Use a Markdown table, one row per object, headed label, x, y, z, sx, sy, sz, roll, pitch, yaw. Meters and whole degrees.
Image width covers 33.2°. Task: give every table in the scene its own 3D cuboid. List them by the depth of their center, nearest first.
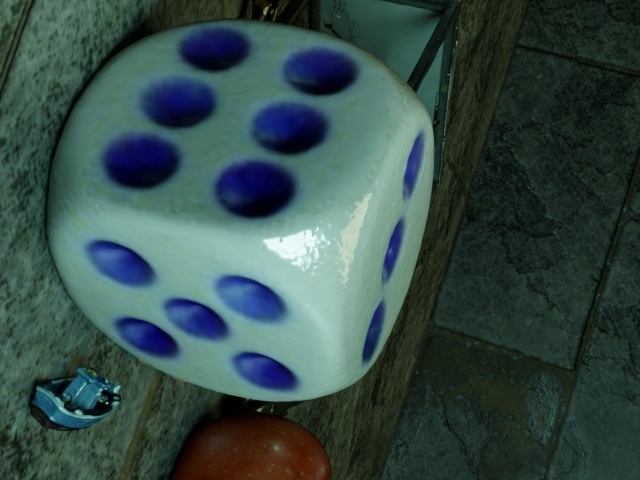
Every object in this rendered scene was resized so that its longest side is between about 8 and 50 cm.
| label | x | y | z | sx | sy | sz | roll | pitch | yaw |
| --- | --- | --- | --- | --- | --- | --- | --- | --- | --- |
| table | 0.039 | -0.142 | 1.492 | 0.335 | 0.222 | 0.272 | 89 | 22 | -47 |

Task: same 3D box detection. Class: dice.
| label | x | y | z | sx | sy | sz | roll | pitch | yaw |
| --- | --- | --- | --- | --- | --- | --- | --- | --- | --- |
| dice | -0.069 | -0.025 | 1.078 | 0.304 | 0.304 | 0.277 | 83 | 28 | -54 |

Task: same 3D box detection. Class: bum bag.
| label | x | y | z | sx | sy | sz | roll | pitch | yaw |
| --- | --- | --- | --- | --- | --- | --- | --- | --- | --- |
| bum bag | -0.072 | 0.242 | 1.787 | 0.142 | 0.080 | 0.326 | -68 | 169 | 7 |

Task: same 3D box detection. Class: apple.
| label | x | y | z | sx | sy | sz | roll | pitch | yaw |
| --- | --- | --- | --- | --- | --- | --- | --- | --- | --- |
| apple | -0.102 | 0.375 | 1.548 | 0.260 | 0.217 | 0.260 | 15 | 90 | -75 |

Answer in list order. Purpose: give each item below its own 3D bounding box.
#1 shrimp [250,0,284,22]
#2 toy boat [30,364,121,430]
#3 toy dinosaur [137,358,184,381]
| label | x | y | z | sx | sy | sz | roll | pitch | yaw |
| --- | --- | --- | --- | --- | --- | --- | --- | --- | --- |
| shrimp | -0.052 | -0.342 | 1.252 | 0.117 | 0.066 | 0.262 | -73 | -178 | -83 |
| toy boat | -0.247 | 0.161 | 1.112 | 0.061 | 0.060 | 0.137 | -52 | 161 | 4 |
| toy dinosaur | -0.173 | 0.141 | 1.356 | 0.101 | 0.055 | 0.279 | -45 | 159 | -14 |
